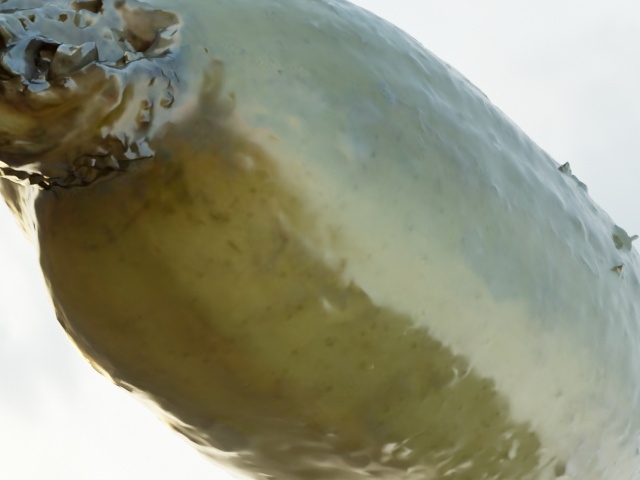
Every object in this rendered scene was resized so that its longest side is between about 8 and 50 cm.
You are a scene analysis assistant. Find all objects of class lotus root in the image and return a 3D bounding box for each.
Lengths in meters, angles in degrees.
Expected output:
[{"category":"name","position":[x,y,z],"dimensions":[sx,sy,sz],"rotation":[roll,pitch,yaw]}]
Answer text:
[{"category":"lotus root","position":[0.000,0.000,0.622],"dimensions":[0.343,0.151,0.169],"rotation":[38,13,-44]}]
